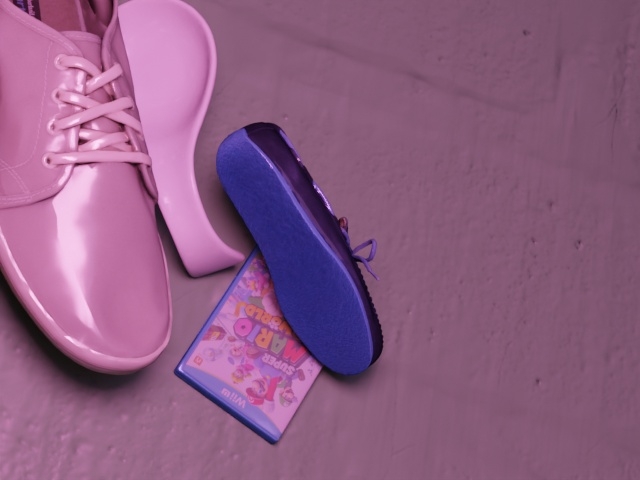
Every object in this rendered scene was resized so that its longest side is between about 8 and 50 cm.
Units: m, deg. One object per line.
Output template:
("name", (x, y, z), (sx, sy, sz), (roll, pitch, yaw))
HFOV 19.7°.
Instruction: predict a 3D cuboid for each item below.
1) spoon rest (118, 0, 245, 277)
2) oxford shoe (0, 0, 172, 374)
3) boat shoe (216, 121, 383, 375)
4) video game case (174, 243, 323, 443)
("spoon rest", (-0.144, -0.105, 1.757), (0.137, 0.084, 0.276), (-20, 79, 10))
("oxford shoe", (-0.224, -0.099, 1.658), (0.169, 0.130, 0.449), (-2, 71, -39))
("boat shoe", (0.000, 0.000, 1.749), (0.089, 0.109, 0.258), (-41, 112, -55))
("video game case", (-0.051, 0.096, 1.773), (0.119, 0.015, 0.166), (37, 60, -8))
